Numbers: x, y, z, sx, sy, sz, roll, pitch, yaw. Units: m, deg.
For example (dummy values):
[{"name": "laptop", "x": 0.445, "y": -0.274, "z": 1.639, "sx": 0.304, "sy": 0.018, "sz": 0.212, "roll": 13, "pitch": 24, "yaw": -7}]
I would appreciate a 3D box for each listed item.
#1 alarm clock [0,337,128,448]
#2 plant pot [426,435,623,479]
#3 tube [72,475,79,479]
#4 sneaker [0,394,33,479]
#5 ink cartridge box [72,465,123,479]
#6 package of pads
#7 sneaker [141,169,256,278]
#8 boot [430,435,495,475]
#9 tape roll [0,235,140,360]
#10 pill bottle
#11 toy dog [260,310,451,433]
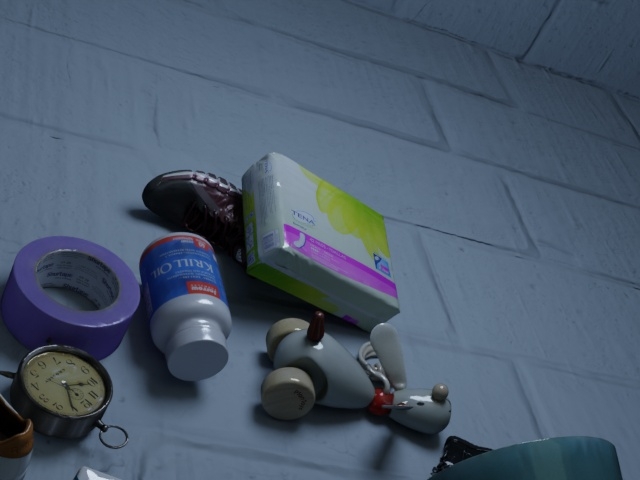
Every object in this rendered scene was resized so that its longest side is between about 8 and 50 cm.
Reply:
[{"name": "alarm clock", "x": -0.334, "y": 0.217, "z": 1.450, "sx": 0.192, "sy": 0.064, "sz": 0.129, "roll": 36, "pitch": 33, "yaw": 14}, {"name": "plant pot", "x": 0.293, "y": 0.429, "z": 1.458, "sx": 0.293, "sy": 0.293, "sz": 0.235, "roll": 6, "pitch": 55, "yaw": -31}, {"name": "tube", "x": -0.342, "y": 0.340, "z": 1.185, "sx": 0.207, "sy": 0.052, "sz": 0.080, "roll": -36, "pitch": 31, "yaw": -13}, {"name": "sneaker", "x": -0.475, "y": 0.185, "z": 1.337, "sx": 0.290, "sy": 0.123, "sz": 0.106, "roll": 30, "pitch": 35, "yaw": 3}, {"name": "ink cartridge box", "x": -0.225, "y": 0.422, "z": 1.209, "sx": 0.207, "sy": 0.117, "sz": 0.283, "roll": 23, "pitch": 33, "yaw": -11}, {"name": "package of pads", "x": 0.000, "y": 0.000, "z": 1.866, "sx": 0.296, "sy": 0.101, "sz": 0.229, "roll": 29, "pitch": 39, "yaw": -36}, {"name": "sneaker", "x": -0.165, "y": -0.020, "z": 1.861, "sx": 0.281, "sy": 0.106, "sz": 0.162, "roll": 12, "pitch": 40, "yaw": -25}, {"name": "boot", "x": 0.238, "y": 0.364, "z": 1.704, "sx": 0.121, "sy": 0.045, "sz": 0.099, "roll": 23, "pitch": 31, "yaw": 4}, {"name": "tape roll", "x": -0.366, "y": 0.085, "z": 1.588, "sx": 0.189, "sy": 0.080, "sz": 0.189, "roll": 20, "pitch": 35, "yaw": -15}, {"name": "pill bottle", "x": -0.203, "y": 0.102, "z": 1.648, "sx": 0.124, "sy": 0.124, "sz": 0.221, "roll": 10, "pitch": 38, "yaw": -28}, {"name": "toy dog", "x": 0.063, "y": 0.195, "z": 1.689, "sx": 0.333, "sy": 0.161, "sz": 0.220, "roll": 4, "pitch": 41, "yaw": -33}]
